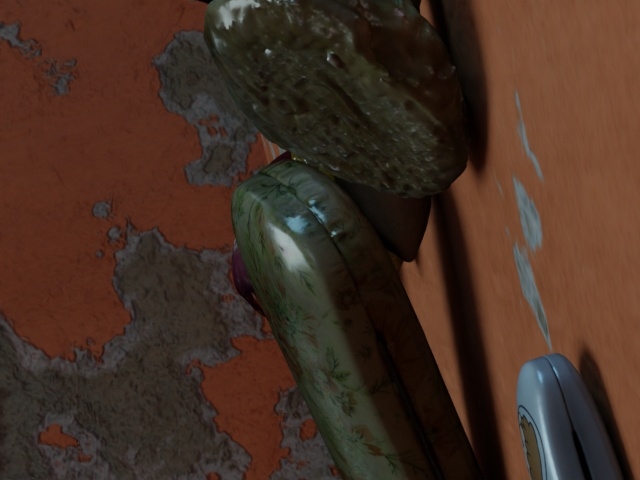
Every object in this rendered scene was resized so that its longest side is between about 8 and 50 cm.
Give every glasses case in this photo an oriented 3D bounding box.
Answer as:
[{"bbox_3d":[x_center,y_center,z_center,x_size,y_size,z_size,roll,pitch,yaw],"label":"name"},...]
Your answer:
[{"bbox_3d":[0.142,0.147,0.990,0.067,0.045,0.178,94,162,-74],"label":"glasses case"},{"bbox_3d":[0.046,0.126,1.437,0.156,0.098,0.425,35,154,57],"label":"glasses case"}]

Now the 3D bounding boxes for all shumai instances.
[{"bbox_3d":[0.021,-0.129,1.160,0.209,0.161,0.153,40,-127,-40],"label":"shumai"}]

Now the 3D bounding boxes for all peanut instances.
[{"bbox_3d":[0.046,-0.057,1.385,0.076,0.076,0.152,-160,56,-85],"label":"peanut"}]

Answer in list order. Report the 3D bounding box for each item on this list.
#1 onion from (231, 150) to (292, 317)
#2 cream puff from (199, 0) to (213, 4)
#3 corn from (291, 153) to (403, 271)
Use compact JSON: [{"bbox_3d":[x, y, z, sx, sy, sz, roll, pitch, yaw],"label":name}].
[{"bbox_3d":[-0.010,-0.003,1.784,0.177,0.153,0.177,0,-90,-85],"label":"onion"},{"bbox_3d":[-0.055,-0.267,1.312,0.239,0.164,0.239,163,90,-80],"label":"cream puff"},{"bbox_3d":[0.016,-0.085,1.514,0.097,0.097,0.320,-109,5,-47],"label":"corn"}]
